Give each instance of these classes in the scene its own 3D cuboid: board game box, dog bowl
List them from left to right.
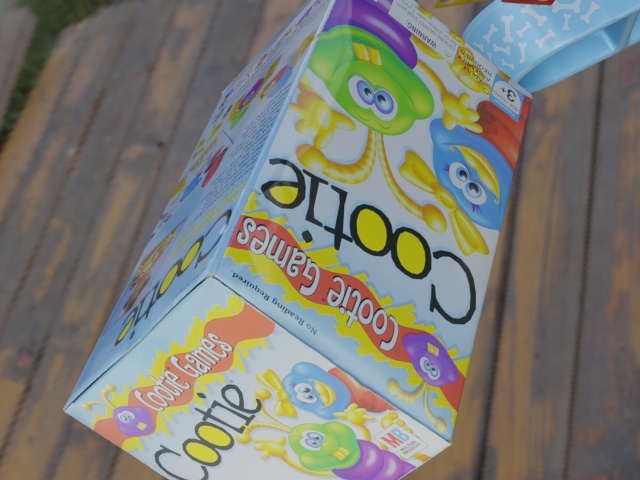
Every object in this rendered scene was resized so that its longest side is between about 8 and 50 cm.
[{"bbox_3d":[0.000,0.000,0.784,0.144,0.142,0.275,-41,19,40],"label":"board game box"},{"bbox_3d":[0.288,-0.236,1.428,0.297,0.166,0.074,-27,79,0],"label":"dog bowl"}]

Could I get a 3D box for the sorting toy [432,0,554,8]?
[{"bbox_3d":[0.171,-0.228,1.056,0.274,0.132,0.046,130,137,-58],"label":"sorting toy"}]
